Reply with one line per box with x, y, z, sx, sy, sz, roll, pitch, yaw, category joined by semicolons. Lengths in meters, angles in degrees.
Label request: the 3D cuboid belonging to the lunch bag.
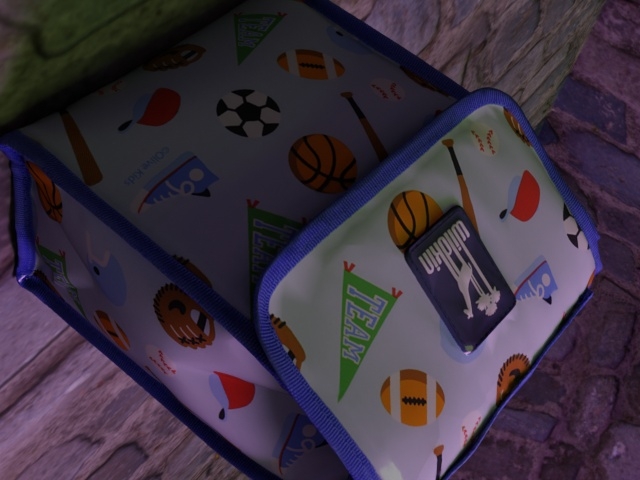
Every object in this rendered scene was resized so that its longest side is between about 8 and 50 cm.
0.000;0.000;0.658;0.328;0.385;0.239;-41;161;-33;lunch bag
